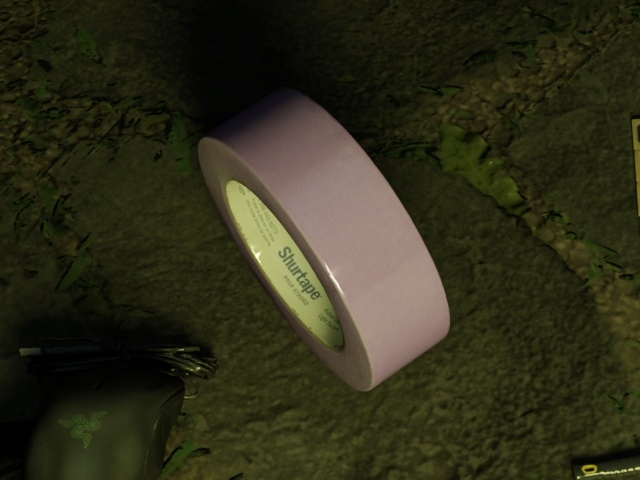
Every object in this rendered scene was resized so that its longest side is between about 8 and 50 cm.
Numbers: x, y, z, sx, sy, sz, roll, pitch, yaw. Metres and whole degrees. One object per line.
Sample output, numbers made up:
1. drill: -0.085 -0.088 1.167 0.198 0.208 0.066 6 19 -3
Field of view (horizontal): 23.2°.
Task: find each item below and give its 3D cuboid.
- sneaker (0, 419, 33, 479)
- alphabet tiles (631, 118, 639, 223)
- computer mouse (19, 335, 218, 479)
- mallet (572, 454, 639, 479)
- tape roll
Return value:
1. sneaker: -0.240 0.264 1.382 0.313 0.136 0.116 21 28 39
2. alphabet tiles: 0.418 -0.092 1.585 0.198 0.009 0.237 -1 59 6
3. computer mouse: -0.196 0.144 1.391 0.188 0.072 0.272 1 24 2
4. mallet: 0.325 0.205 1.405 0.189 0.039 0.062 -16 56 1
5. tape roll: 0.000 0.000 1.418 0.090 0.275 0.275 -34 62 -13
